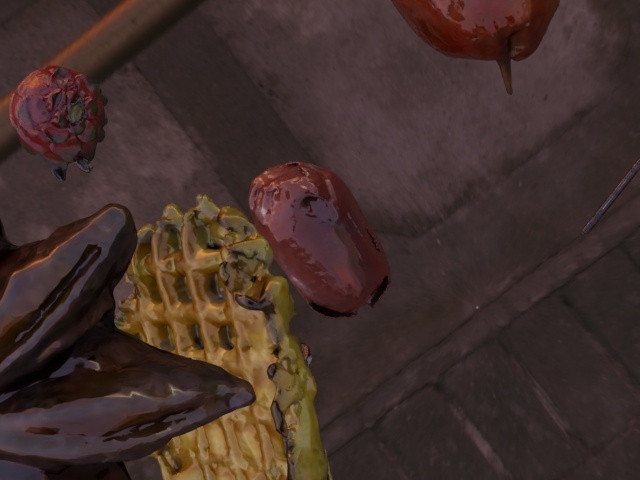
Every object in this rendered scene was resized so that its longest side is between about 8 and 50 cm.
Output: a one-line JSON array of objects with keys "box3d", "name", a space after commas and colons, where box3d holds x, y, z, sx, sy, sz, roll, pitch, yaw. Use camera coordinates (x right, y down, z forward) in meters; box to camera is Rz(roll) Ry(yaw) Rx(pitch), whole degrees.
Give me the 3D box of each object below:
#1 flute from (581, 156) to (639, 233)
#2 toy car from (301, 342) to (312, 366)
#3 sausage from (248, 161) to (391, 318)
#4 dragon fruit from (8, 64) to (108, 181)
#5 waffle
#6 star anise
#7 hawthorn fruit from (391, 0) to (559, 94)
[{"box3d": [0.464, -0.115, 1.449, 0.014, 0.014, 0.269, 38, 105, 9], "name": "flute"}, {"box3d": [-0.047, 0.158, 1.184, 0.093, 0.025, 0.041, -40, 40, -4], "name": "toy car"}, {"box3d": [0.000, 0.000, 1.488, 0.152, 0.152, 0.279, -31, 121, 6], "name": "sausage"}, {"box3d": [-0.334, -0.163, 1.299, 0.130, 0.142, 0.121, -25, 61, -15], "name": "dragon fruit"}, {"box3d": [-0.089, 0.108, 0.815, 0.280, 0.060, 0.262, 46, 129, 30], "name": "waffle"}, {"box3d": [-0.194, 0.094, 0.535, 0.315, 0.108, 0.315, 0, 102, -1], "name": "star anise"}, {"box3d": [0.177, -0.291, 1.119, 0.211, 0.210, 0.262, -25, 92, 6], "name": "hawthorn fruit"}]
